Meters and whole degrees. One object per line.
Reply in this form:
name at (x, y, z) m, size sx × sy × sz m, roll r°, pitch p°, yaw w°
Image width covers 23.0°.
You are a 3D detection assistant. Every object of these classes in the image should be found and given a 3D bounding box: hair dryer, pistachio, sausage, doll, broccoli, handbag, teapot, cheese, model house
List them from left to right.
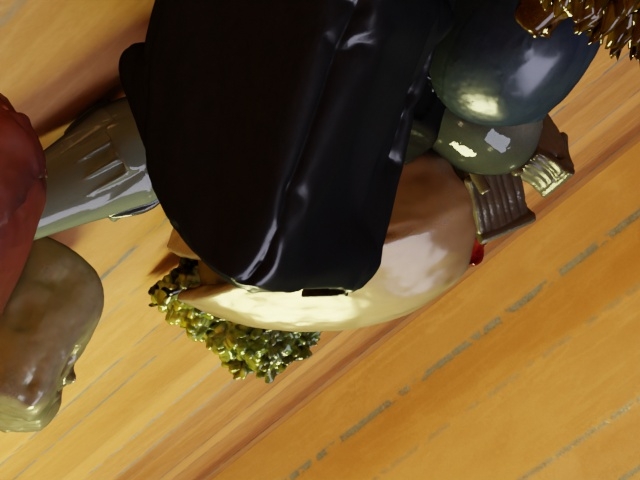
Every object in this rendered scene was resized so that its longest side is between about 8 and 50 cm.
sausage at (-0.262, -0.003, 1.013) m, size 0.152 × 0.152 × 0.279 m, roll -27°, pitch 166°, yaw -35°
cheese at (-0.258, 0.095, 1.424) m, size 0.159 × 0.093 × 0.263 m, roll -65°, pitch -174°, yaw -15°
hair dryer at (-0.214, -0.024, 1.269) m, size 0.229 × 0.092 × 0.267 m, roll -26°, pitch 174°, yaw -34°
broccoli at (-0.058, 0.062, 1.811) m, size 0.242 × 0.180 × 0.273 m, roll -33°, pitch 169°, yaw -14°
handbag at (-0.032, -0.097, 1.112) m, size 0.275 × 0.178 × 0.302 m, roll -69°, pitch 165°, yaw 6°
pistachio at (0.000, 0.000, 1.594) m, size 0.318 × 0.193 × 0.214 m, roll -15°, pitch -174°, yaw 8°
model house at (0.226, -0.106, 1.998) m, size 0.229 × 0.188 × 0.122 m, roll -28°, pitch -178°, yaw -31°
teapot at (0.179, -0.193, 1.501) m, size 0.251 × 0.183 × 0.183 m, roll -49°, pitch 167°, yaw 9°
doll at (0.176, -0.216, 1.282) m, size 0.228 × 0.154 × 0.258 m, roll -26°, pitch 152°, yaw -51°

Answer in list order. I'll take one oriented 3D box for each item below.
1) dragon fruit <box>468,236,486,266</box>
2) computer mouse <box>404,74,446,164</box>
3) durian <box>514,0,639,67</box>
dragon fruit at (0.163, -0.002, 2.227) m, size 0.262 × 0.134 × 0.211 m, roll -35°, pitch -177°, yaw 7°
computer mouse at (-0.022, -0.105, 1.422) m, size 0.295 × 0.087 × 0.168 m, roll -19°, pitch 160°, yaw 32°
durian at (0.265, -0.273, 1.008) m, size 0.384 × 0.347 × 0.347 m, roll -47°, pitch 169°, yaw 1°
